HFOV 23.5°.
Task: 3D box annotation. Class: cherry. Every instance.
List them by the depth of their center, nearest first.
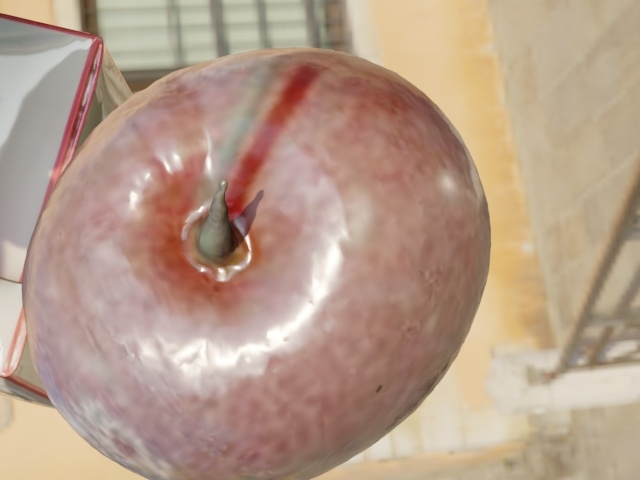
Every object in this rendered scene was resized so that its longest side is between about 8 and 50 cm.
[{"bbox_3d":[-0.030,0.017,0.771,0.285,0.236,0.212,79,177,-78],"label":"cherry"}]

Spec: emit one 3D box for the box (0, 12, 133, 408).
[{"bbox_3d":[-0.345,-0.034,1.377,0.312,0.314,0.300,76,-151,-78],"label":"box"}]
